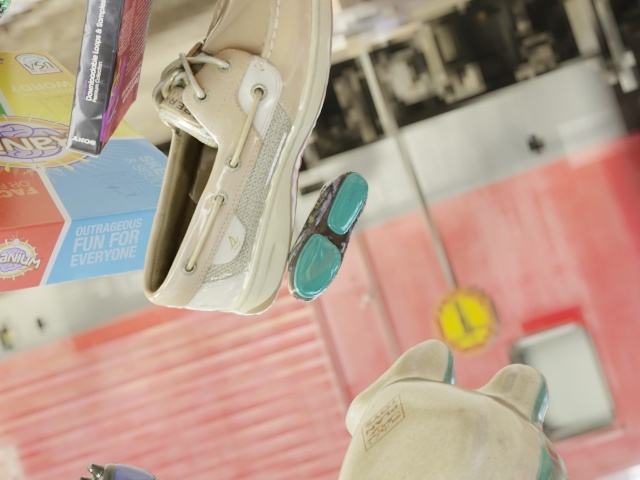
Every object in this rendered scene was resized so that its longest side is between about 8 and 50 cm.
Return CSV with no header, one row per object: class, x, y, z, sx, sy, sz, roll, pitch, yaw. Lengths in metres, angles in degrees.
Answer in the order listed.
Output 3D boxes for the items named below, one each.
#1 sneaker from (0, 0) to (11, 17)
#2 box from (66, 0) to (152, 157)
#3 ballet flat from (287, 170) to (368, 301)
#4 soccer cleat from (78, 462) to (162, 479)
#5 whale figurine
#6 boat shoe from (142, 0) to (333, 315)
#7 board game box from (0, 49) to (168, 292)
sneaker,-0.321,-0.313,1.792,0.134,0.146,0.343,30,165,-23
box,-0.143,-0.154,1.297,0.029,0.162,0.116,12,-155,3
ballet flat,0.000,0.000,1.349,0.041,0.041,0.114,-21,-144,55
soccer cleat,-0.216,0.316,1.898,0.121,0.093,0.289,21,148,-8
whale figurine,0.093,0.179,1.325,0.216,0.141,0.272,-44,-159,10
boat shoe,-0.066,-0.096,1.328,0.098,0.302,0.109,5,-171,-30
board game box,-0.277,-0.069,1.623,0.242,0.064,0.316,-9,-145,-37
